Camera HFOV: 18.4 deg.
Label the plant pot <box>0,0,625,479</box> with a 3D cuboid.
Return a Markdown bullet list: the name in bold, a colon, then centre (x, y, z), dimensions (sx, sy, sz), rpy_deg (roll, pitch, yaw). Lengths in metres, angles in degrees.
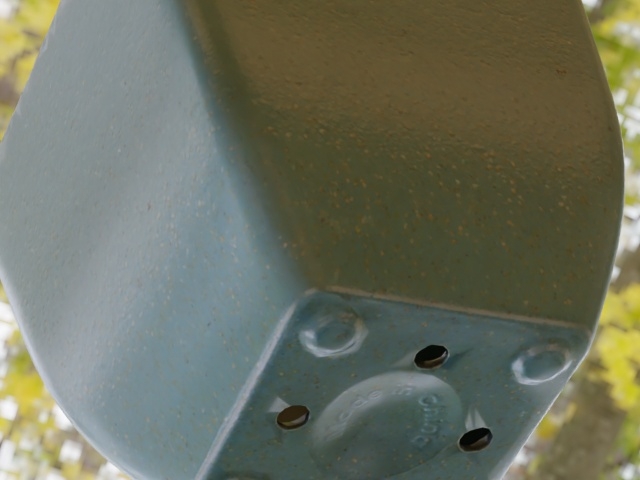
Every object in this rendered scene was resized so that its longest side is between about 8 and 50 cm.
- **plant pot**: centre (0.000, 0.000, 0.939), dimensions (0.247, 0.248, 0.252), rpy_deg (10, -142, -25)
